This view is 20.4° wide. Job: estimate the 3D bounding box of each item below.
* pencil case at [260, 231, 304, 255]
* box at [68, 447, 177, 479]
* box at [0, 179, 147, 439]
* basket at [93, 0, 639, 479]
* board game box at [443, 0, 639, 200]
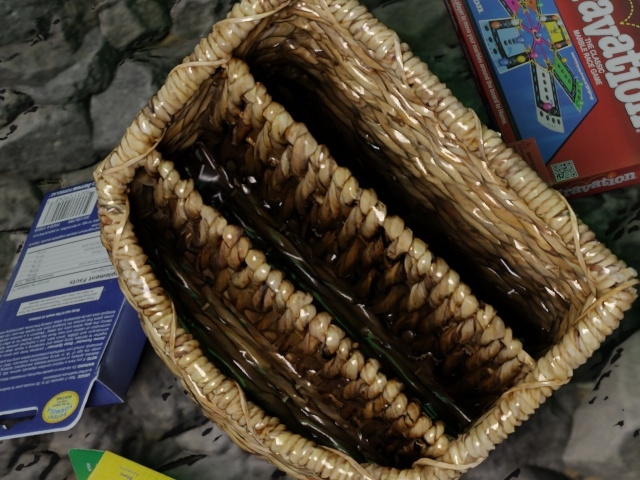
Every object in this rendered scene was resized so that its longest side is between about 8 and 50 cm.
[{"bbox_3d":[0.000,0.000,1.269,0.206,0.086,0.088,-30,89,-13],"label":"pencil case"},{"bbox_3d":[-0.080,0.194,1.119,0.179,0.105,0.043,21,58,21],"label":"box"},{"bbox_3d":[-0.173,0.050,1.243,0.136,0.036,0.225,-12,46,36],"label":"box"},{"bbox_3d":[0.004,0.018,1.103,0.213,0.223,0.299,-43,86,-16],"label":"basket"},{"bbox_3d":[0.187,-0.153,1.388,0.145,0.027,0.281,-13,53,-4],"label":"board game box"}]
